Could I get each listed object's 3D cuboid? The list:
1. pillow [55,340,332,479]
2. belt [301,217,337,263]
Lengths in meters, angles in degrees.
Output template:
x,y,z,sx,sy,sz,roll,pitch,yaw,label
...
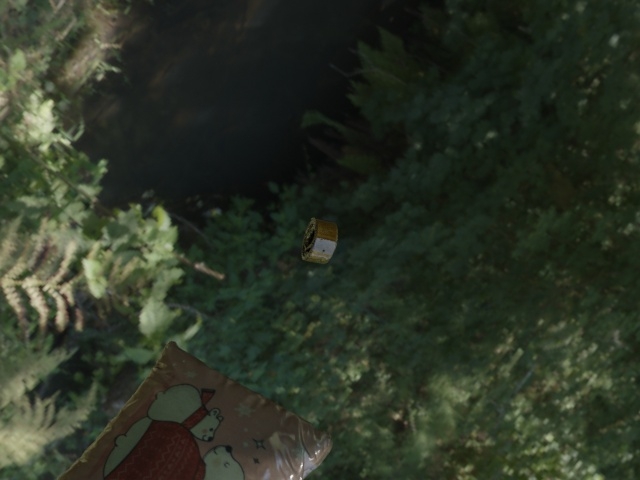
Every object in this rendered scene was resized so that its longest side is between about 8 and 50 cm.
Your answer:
x,y,z,sx,sy,sz,roll,pitch,yaw,label
-0.132,0.225,0.818,0.236,0.223,0.084,-51,153,-40,pillow
0.000,0.000,1.097,0.083,0.036,0.059,143,-43,-73,belt
